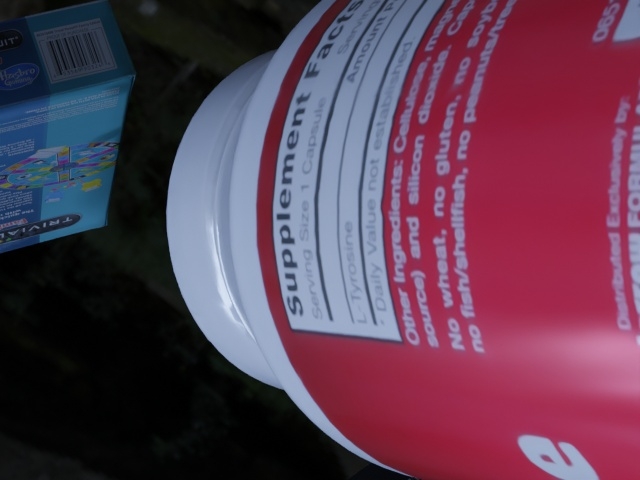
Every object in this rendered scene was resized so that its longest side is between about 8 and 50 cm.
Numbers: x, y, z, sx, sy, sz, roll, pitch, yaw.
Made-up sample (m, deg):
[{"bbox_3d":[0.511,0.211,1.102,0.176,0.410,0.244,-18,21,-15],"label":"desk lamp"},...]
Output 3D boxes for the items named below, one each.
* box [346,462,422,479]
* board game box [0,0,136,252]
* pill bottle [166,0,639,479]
[{"bbox_3d":[0.163,0.322,1.515,0.261,0.184,0.103,51,172,42],"label":"box"},{"bbox_3d":[-0.312,-0.076,1.270,0.336,0.253,0.079,121,131,-66],"label":"board game box"},{"bbox_3d":[0.112,-0.010,0.533,0.229,0.229,0.407,39,160,-28],"label":"pill bottle"}]
